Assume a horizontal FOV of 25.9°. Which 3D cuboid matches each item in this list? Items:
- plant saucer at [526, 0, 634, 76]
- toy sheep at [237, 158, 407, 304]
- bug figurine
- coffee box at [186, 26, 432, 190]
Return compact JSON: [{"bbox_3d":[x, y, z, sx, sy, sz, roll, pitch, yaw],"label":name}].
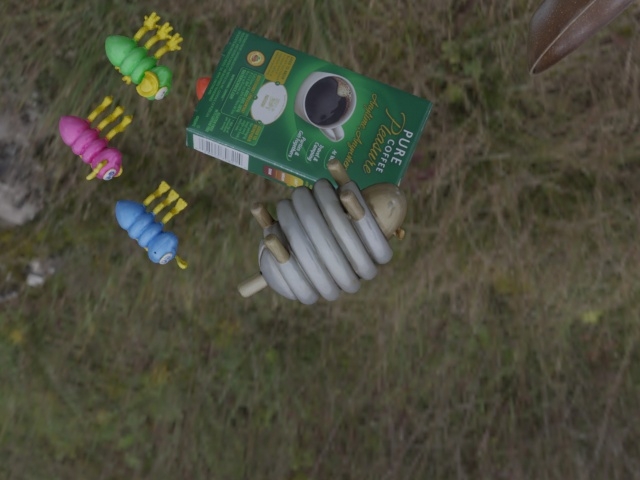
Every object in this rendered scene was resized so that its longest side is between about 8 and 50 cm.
[{"bbox_3d":[0.232,-0.210,1.111,0.198,0.198,0.036,-42,83,27],"label":"plant saucer"},{"bbox_3d":[0.000,0.000,0.951,0.132,0.091,0.091,-27,120,7],"label":"toy sheep"},{"bbox_3d":[-0.181,-0.107,1.530,0.216,0.072,0.279,42,121,7],"label":"bug figurine"},{"bbox_3d":[-0.009,-0.097,1.178,0.184,0.113,0.040,20,157,4],"label":"coffee box"}]
